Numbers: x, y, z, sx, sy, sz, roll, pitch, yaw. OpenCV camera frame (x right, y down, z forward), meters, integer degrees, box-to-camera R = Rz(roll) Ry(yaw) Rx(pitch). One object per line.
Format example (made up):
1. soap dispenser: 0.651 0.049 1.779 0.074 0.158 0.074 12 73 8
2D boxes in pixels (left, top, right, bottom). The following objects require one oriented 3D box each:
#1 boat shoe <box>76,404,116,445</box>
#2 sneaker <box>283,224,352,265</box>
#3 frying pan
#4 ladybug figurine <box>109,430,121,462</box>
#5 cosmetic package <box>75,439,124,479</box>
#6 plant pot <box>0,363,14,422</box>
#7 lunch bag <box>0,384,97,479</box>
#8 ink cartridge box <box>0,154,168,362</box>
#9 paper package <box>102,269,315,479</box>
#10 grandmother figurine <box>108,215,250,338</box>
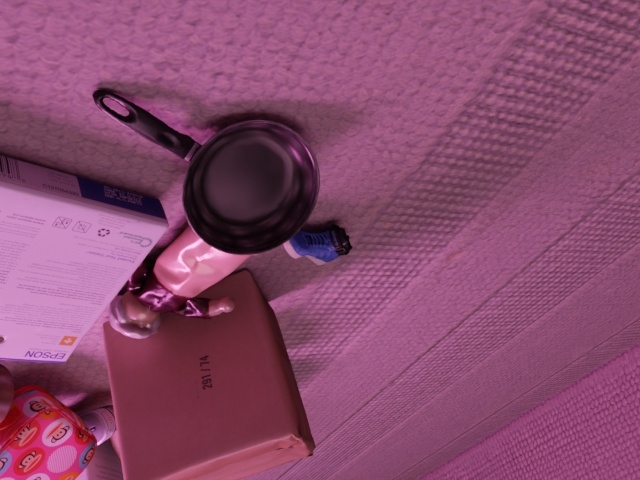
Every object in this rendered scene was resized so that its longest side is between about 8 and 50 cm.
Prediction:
1. boat shoe: -0.562 0.447 1.528 0.302 0.109 0.094 -22 173 23
2. sneaker: 0.000 -0.001 1.155 0.084 0.058 0.152 -24 154 21
3. frying pan: -0.153 -0.080 0.908 0.326 0.053 0.197 7 112 -26
4. ladybug figurine: -0.287 0.461 1.647 0.449 0.162 0.305 -20 149 2
5. cosmetic package: -0.619 0.716 1.650 0.329 0.394 0.327 -21 149 3
6. plant pot: -0.628 0.259 1.153 0.166 0.167 0.165 -26 156 12
7. lunch bag: -0.603 0.433 1.304 0.293 0.120 0.258 -46 145 -20
8. ink cartridge box: -0.432 0.036 0.931 0.324 0.071 0.330 16 126 -45
9. paper package: -0.204 0.264 1.213 0.309 0.325 0.168 -20 150 1
10. grandmother figurine: -0.230 0.062 1.104 0.342 0.104 0.208 -35 113 32
